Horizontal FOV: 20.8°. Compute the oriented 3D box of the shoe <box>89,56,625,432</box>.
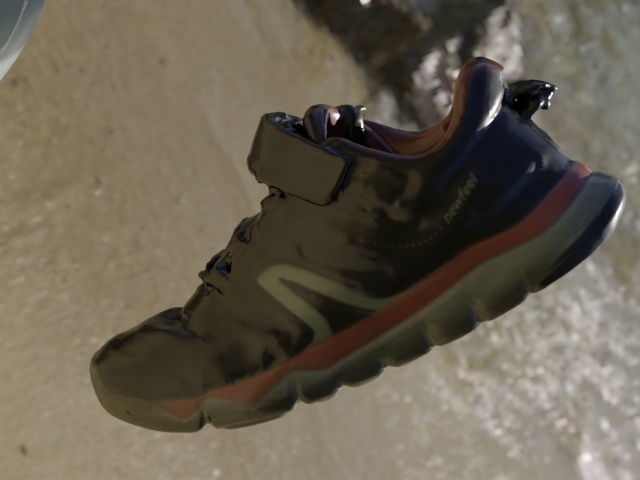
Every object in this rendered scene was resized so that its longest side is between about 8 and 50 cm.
[{"bbox_3d":[0.000,0.000,0.868,0.137,0.291,0.114,62,12,-6],"label":"shoe"}]

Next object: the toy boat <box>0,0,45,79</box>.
[{"bbox_3d":[-0.278,-0.117,1.155,0.210,0.291,0.070,-24,66,-41],"label":"toy boat"}]
